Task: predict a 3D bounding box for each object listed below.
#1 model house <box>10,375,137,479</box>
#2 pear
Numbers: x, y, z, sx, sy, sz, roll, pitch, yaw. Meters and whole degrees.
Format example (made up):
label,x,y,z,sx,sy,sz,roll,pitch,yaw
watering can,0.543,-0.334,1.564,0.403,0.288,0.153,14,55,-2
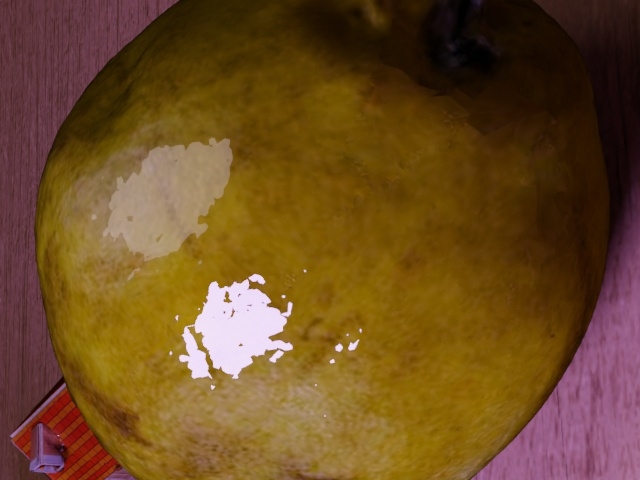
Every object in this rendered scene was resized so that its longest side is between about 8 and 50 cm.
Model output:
label,x,y,z,sx,sy,sz,roll,pitch,yaw
model house,-0.202,0.136,1.471,0.294,0.154,0.207,-40,52,51
pear,0.000,0.000,0.969,0.413,0.352,0.352,-60,37,25
